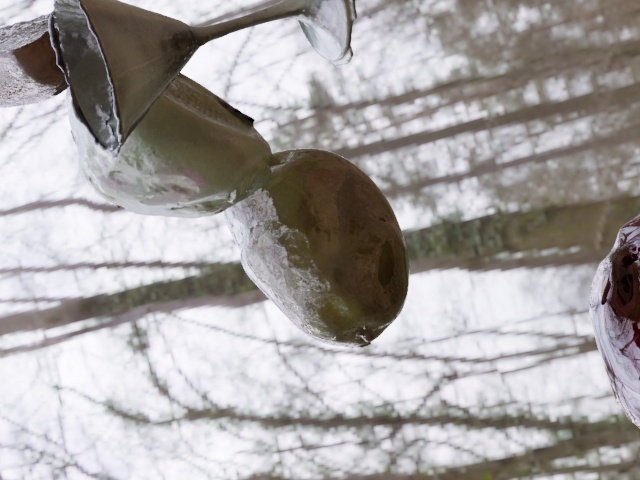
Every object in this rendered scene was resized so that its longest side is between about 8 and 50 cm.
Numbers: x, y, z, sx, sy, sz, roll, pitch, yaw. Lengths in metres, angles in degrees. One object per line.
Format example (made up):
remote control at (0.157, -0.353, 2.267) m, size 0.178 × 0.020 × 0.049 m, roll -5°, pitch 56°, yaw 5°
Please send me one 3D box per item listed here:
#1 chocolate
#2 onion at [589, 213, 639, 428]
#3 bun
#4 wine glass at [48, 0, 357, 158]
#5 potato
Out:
chocolate at (-0.349, -0.195, 1.466) m, size 0.161 × 0.261 × 0.083 m, roll -40°, pitch -63°, yaw -41°
onion at (0.567, 0.124, 1.698) m, size 0.420 × 0.398 × 0.398 m, roll 26°, pitch -127°, yaw -57°
bun at (-0.216, -0.117, 1.677) m, size 0.293 × 0.187 × 0.293 m, roll 28°, pitch -168°, yaw -7°
wine glass at (-0.094, -0.173, 1.080) m, size 0.232 × 0.156 × 0.156 m, roll -21°, pitch -83°, yaw -21°
potato at (0.000, 0.000, 1.928) m, size 0.221 × 0.243 × 0.326 m, roll -16°, pitch -128°, yaw -43°
